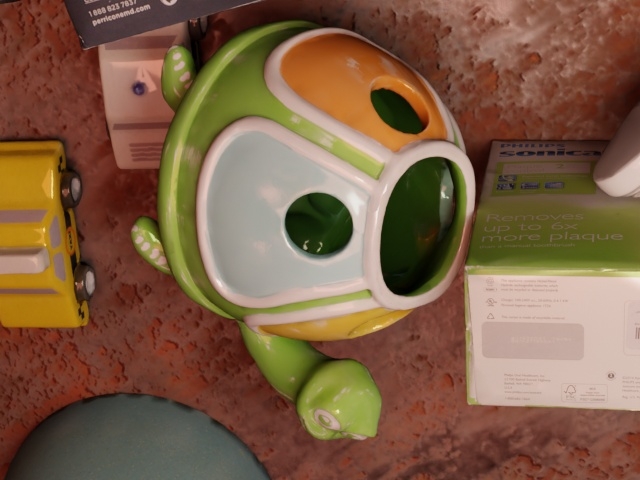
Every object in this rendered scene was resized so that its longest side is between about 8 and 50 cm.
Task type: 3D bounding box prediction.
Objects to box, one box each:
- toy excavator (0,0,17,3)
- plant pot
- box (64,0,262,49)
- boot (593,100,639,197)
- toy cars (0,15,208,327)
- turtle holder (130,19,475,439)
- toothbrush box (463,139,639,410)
[{"bbox_3d":[-0.509,-0.274,1.444,0.433,0.222,0.445,-43,86,23],"label":"toy excavator"},{"bbox_3d":[-0.193,0.317,1.612,0.290,0.195,0.290,4,113,9],"label":"plant pot"},{"bbox_3d":[-0.100,-0.348,1.234,0.179,0.343,0.312,-13,109,16],"label":"box"},{"bbox_3d":[0.337,-0.098,1.342,0.258,0.095,0.123,-46,104,-11],"label":"boot"},{"bbox_3d":[-0.211,-0.066,1.513,0.176,0.087,0.393,37,114,-6],"label":"toy cars"},{"bbox_3d":[-0.009,-0.010,1.371,0.227,0.243,0.320,22,90,41],"label":"turtle holder"},{"bbox_3d":[0.229,0.019,1.357,0.206,0.283,0.122,1,112,11],"label":"toothbrush box"}]
